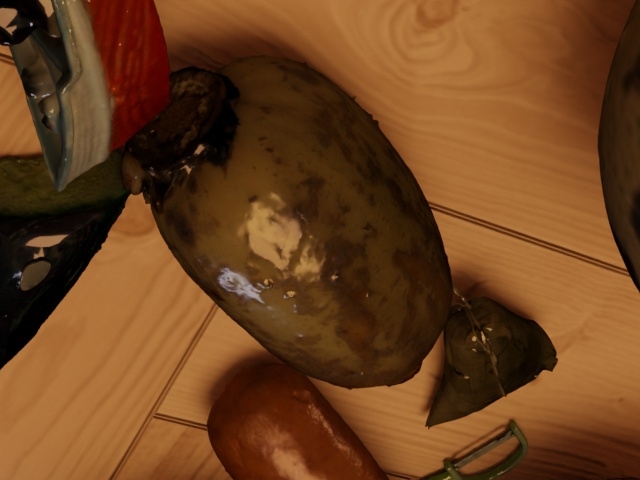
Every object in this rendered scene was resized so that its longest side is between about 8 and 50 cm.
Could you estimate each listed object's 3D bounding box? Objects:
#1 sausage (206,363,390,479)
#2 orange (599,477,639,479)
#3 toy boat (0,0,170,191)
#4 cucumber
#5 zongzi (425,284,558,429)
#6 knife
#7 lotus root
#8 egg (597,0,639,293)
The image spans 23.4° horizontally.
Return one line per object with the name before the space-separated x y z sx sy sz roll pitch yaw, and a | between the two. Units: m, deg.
sausage | 0.007 0.208 1.230 0.109 0.109 0.270 -32 120 7
orange | 0.284 0.364 1.309 0.357 0.322 0.322 9 122 -30
toy boat | -0.183 -0.173 0.866 0.133 0.145 0.331 -25 125 -12
cucumber | -0.210 0.016 1.050 0.115 0.085 0.193 18 125 -30
zongzi | 0.099 0.096 1.193 0.130 0.062 0.154 -36 148 19
knife | 0.089 0.227 1.332 0.212 0.015 0.054 -33 129 7
lotus root | 0.000 0.000 1.051 0.173 0.173 0.309 -36 132 10
egg | 0.365 -0.095 0.969 0.345 0.345 0.428 18 114 -28
